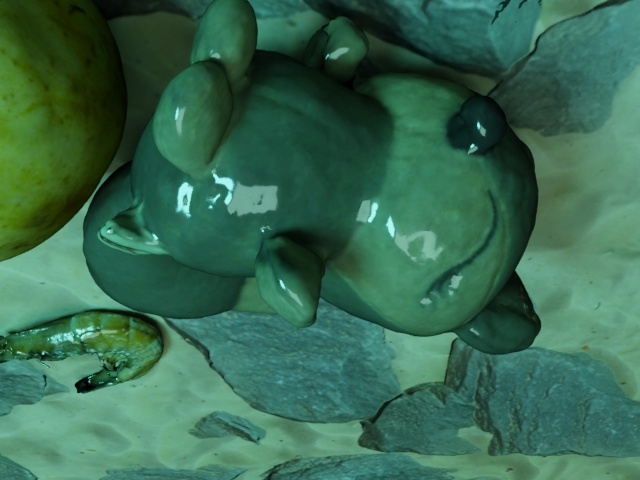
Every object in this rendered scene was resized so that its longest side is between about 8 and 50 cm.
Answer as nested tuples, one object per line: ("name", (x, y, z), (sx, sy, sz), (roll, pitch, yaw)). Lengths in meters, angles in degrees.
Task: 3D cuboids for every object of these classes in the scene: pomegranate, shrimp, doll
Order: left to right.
("pomegranate", (-0.268, -0.099, 0.461), (0.261, 0.260, 0.260), (-2, 133, -2))
("shrimp", (-0.301, 0.146, 0.816), (0.217, 0.051, 0.150), (-7, 140, -2))
("doll", (0.004, -0.033, 0.592), (0.382, 0.252, 0.379), (19, 167, -28))
